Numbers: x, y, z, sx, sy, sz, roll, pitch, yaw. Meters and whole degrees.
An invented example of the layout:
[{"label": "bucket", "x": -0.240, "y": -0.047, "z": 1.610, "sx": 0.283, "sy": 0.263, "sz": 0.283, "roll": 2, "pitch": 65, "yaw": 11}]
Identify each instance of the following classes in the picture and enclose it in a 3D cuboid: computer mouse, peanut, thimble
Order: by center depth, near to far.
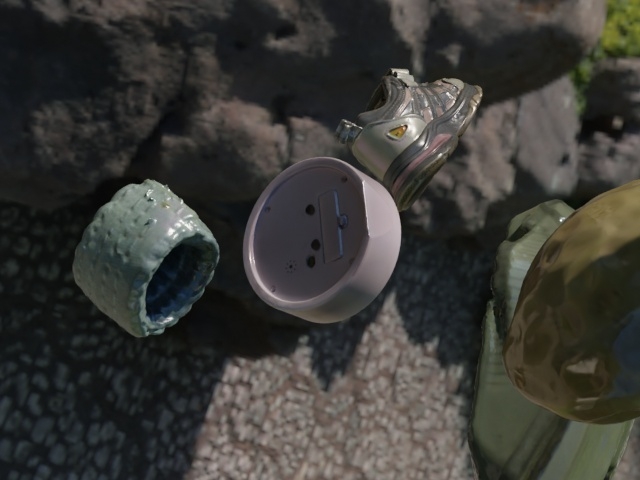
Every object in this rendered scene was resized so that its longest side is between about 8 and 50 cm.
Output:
[{"label": "peanut", "x": 0.241, "y": -0.004, "z": 0.712, "sx": 0.313, "sy": 0.149, "sz": 0.149, "roll": -31, "pitch": 143, "yaw": 0}, {"label": "computer mouse", "x": 0.252, "y": 0.153, "z": 1.251, "sx": 0.228, "sy": 0.145, "sz": 0.429, "roll": 52, "pitch": 45, "yaw": -57}, {"label": "thimble", "x": -0.287, "y": 0.031, "z": 2.061, "sx": 0.205, "sy": 0.172, "sz": 0.250, "roll": -13, "pitch": 135, "yaw": -56}]

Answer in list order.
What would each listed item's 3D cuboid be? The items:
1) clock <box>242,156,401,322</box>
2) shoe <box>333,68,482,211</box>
[{"label": "clock", "x": 0.000, "y": 0.000, "z": 1.520, "sx": 0.068, "sy": 0.197, "sz": 0.197, "roll": 26, "pitch": 79, "yaw": -50}, {"label": "shoe", "x": 0.075, "y": -0.100, "z": 1.090, "sx": 0.089, "sy": 0.092, "sz": 0.180, "roll": -56, "pitch": 179, "yaw": 37}]
